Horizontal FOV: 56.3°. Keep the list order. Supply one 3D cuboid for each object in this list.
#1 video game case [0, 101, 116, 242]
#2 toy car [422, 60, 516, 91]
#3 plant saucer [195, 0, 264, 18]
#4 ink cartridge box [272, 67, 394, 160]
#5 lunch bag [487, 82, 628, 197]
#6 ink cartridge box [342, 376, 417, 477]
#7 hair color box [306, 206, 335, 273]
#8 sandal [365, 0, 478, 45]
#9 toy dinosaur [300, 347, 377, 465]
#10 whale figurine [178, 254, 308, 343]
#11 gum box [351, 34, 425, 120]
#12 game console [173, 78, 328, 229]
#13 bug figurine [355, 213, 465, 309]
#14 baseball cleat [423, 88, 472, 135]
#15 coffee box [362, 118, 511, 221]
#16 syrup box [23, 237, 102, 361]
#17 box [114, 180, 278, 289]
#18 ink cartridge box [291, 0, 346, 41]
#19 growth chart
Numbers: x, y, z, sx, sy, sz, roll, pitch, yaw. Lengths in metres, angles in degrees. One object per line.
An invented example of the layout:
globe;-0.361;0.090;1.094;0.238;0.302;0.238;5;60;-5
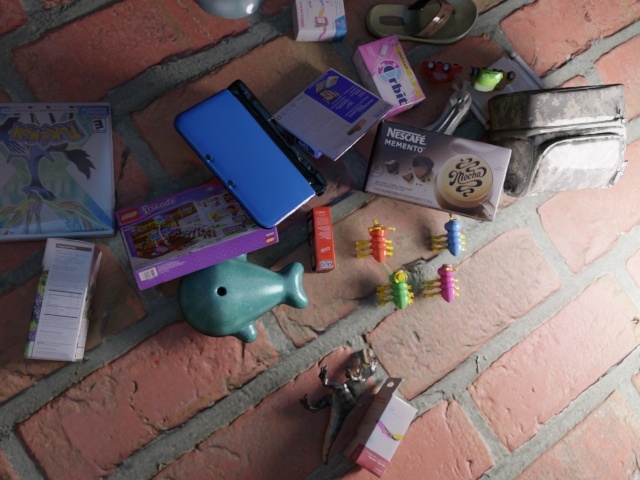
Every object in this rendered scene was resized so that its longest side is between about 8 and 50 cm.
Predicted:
video game case;-0.607;-0.146;1.258;0.329;0.036;0.299;-3;80;-14
toy car;0.373;-0.389;1.431;0.239;0.225;0.053;6;109;-3
plant saucer;-0.221;-0.631;1.437;0.195;0.037;0.194;3;78;-12
ink cartridge box;0.028;-0.284;1.379;0.208;0.045;0.206;38;71;27
lunch bag;0.583;-0.241;1.462;0.305;0.212;0.255;-8;101;-15
ink cartridge box;0.136;0.394;1.281;0.067;0.115;0.198;34;75;-4
hair color box;0.000;0.000;1.348;0.043;0.072;0.141;-4;80;-14
sandal;0.264;-0.560;1.506;0.303;0.086;0.120;-9;82;-14
toy dinosaur;0.031;0.342;1.299;0.118;0.064;0.268;31;78;-12
whale figurine;-0.159;0.107;1.253;0.272;0.141;0.216;-5;80;-10
gum box;0.163;-0.404;1.466;0.107;0.062;0.188;-24;86;-16
game console;-0.140;-0.174;1.277;0.173;0.250;0.293;-40;90;-2
bug figurine;0.231;0.047;1.392;0.279;0.072;0.216;-5;81;-14
baseball cleat;0.305;-0.275;1.470;0.072;0.109;0.206;46;103;16
coffee box;0.258;-0.158;1.368;0.297;0.119;0.168;14;93;1
syrup box;-0.512;0.120;1.198;0.096;0.093;0.236;7;78;-11
box;-0.260;-0.027;1.246;0.293;0.057;0.201;-19;45;-15
ink cartridge box;-0.005;-0.538;1.460;0.123;0.052;0.088;-5;81;-12
growth chart;0.476;-0.388;1.556;0.237;0.021;0.172;-34;89;-16
